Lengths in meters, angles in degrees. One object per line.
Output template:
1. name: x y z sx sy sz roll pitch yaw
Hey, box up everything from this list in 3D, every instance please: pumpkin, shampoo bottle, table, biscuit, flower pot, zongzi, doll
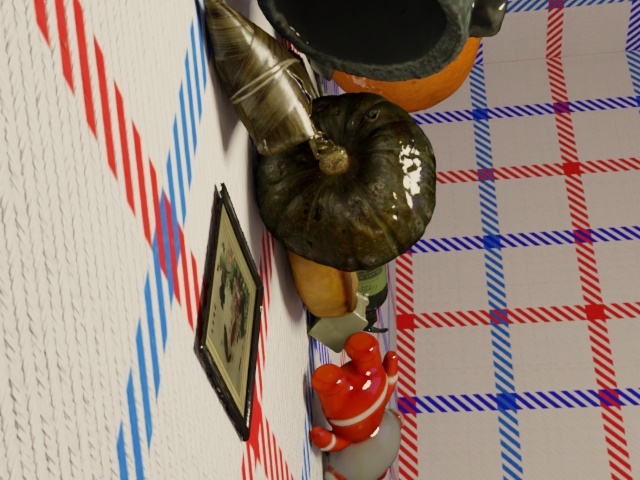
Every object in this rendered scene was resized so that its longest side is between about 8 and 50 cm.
1. pumpkin: 0.030 -0.072 1.105 0.157 0.223 0.224 54 33 -68
2. shampoo bottle: 0.074 0.059 1.757 0.101 0.101 0.284 -82 166 -55
3. table: 0.030 0.113 1.448 0.079 0.062 0.083 -48 -164 26
4. biscuit: -0.001 0.000 1.304 0.274 0.091 0.213 74 12 -62
5. flower pot: 0.085 -0.361 1.019 0.299 0.299 0.283 70 34 -63
6. zongzi: -0.075 -0.204 1.010 0.184 0.084 0.187 59 9 -25
7. doll: 0.061 0.289 1.481 0.200 0.105 0.336 -43 140 -27

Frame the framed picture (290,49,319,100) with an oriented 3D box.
1. framed picture: 0.019 -0.135 1.406 0.217 0.017 0.274 -108 177 -56

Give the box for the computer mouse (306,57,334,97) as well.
1. computer mouse: -0.001 -0.341 1.327 0.167 0.090 0.379 -104 180 -47

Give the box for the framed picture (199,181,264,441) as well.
1. framed picture: -0.088 0.074 0.951 0.199 0.010 0.195 75 14 -52

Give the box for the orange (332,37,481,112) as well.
1. orange: 0.140 -0.442 1.675 0.424 0.326 0.424 15 90 -80
